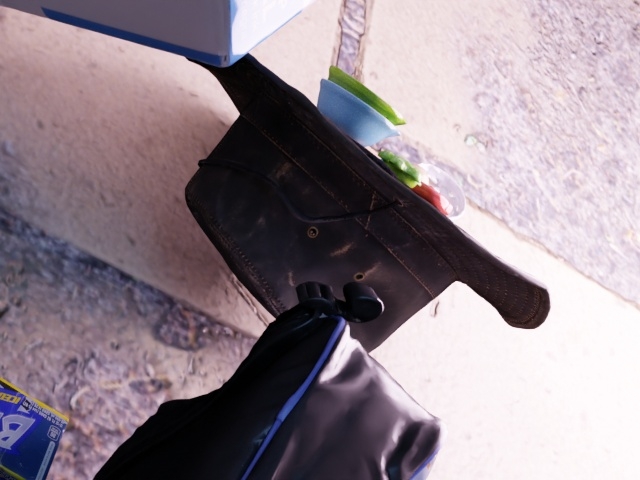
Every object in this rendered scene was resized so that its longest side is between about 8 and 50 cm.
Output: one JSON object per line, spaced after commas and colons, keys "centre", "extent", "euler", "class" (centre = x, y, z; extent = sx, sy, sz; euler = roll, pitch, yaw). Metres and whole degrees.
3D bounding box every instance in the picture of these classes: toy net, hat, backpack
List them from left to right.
{"centre": [-0.061, 0.194, 1.094], "extent": [0.213, 0.263, 0.276], "euler": [53, 47, -11], "class": "backpack"}
{"centre": [0.000, 0.000, 1.313], "extent": [0.331, 0.331, 0.134], "euler": [39, 84, -17], "class": "hat"}
{"centre": [0.074, -0.054, 1.407], "extent": [0.122, 0.045, 0.232], "euler": [34, -2, 29], "class": "toy net"}

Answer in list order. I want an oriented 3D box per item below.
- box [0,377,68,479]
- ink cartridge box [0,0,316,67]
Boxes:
{"centre": [-0.244, 0.100, 1.137], "extent": [0.169, 0.054, 0.059], "euler": [34, 48, -20], "class": "box"}
{"centre": [-0.076, -0.303, 1.327], "extent": [0.395, 0.285, 0.166], "euler": [-42, 141, -45], "class": "ink cartridge box"}
